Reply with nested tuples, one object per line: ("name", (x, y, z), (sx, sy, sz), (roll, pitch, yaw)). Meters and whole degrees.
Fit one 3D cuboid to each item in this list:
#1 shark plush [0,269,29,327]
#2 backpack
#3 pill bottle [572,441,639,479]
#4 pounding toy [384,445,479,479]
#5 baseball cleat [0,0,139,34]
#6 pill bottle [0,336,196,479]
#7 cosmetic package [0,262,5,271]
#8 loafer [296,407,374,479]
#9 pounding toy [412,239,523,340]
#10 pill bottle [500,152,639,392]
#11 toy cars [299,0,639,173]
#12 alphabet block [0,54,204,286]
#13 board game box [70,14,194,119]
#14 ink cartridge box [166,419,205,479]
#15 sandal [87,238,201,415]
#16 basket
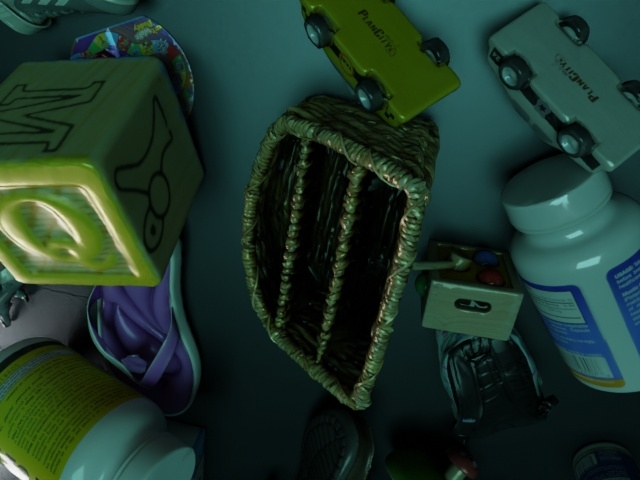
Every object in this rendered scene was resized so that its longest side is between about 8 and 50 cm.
("shark plush", (-0.510, 0.092, 0.852), (0.067, 0.073, 0.161), (6, 118, -28))
("backpack", (0.230, 0.181, 0.740), (0.151, 0.115, 0.182), (-23, 114, 5))
("pill bottle", (0.451, 0.401, 0.787), (0.094, 0.169, 0.094), (4, 118, 7))
("pounding toy", (0.225, 0.397, 0.844), (0.237, 0.183, 0.110), (41, 90, -13))
("baseball cleat", (-0.311, -0.289, 0.621), (0.205, 0.072, 0.110), (23, 132, 2))
("pill bottle", (-0.363, 0.298, 0.799), (0.333, 0.188, 0.188), (22, 121, 23))
("cosmetic package", (-0.566, -0.108, 0.698), (0.365, 0.155, 0.197), (16, 116, 2))
("loafer", (0.033, 0.414, 0.903), (0.130, 0.134, 0.366), (1, 130, -17))
("pounding toy", (0.177, 0.051, 0.672), (0.141, 0.130, 0.100), (9, 118, 5))
("pill bottle", (0.325, 0.036, 0.628), (0.152, 0.152, 0.272), (-26, 110, 20))
("toy cars", (0.159, -0.177, 0.570), (0.393, 0.087, 0.177), (14, 74, 2))
("alphabet block", (-0.272, -0.080, 0.612), (0.193, 0.197, 0.193), (-1, 137, 11))
("board game box", (-0.248, -0.202, 0.665), (0.168, 0.033, 0.133), (-11, 115, 14))
("ink cartridge box", (-0.334, 0.487, 0.945), (0.197, 0.198, 0.270), (11, 119, 3))
("sandal", (-0.289, 0.135, 0.807), (0.169, 0.102, 0.417), (6, 120, 9))
("basket", (0.000, 0.000, 0.615), (0.213, 0.223, 0.300), (16, 122, 7))
